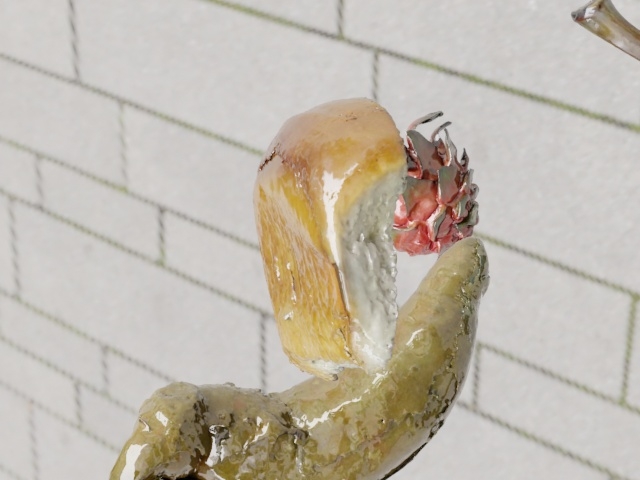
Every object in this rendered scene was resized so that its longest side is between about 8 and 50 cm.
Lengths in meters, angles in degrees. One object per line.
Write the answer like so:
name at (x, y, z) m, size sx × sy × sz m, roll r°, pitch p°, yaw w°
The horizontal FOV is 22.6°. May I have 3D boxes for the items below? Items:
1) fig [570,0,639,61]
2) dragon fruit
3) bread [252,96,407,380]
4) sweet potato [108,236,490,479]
fig at (0.322, -0.095, 1.139) m, size 0.320 × 0.217 × 0.217 m, roll 18°, pitch 131°, yaw -7°
dragon fruit at (0.103, -0.049, 1.626) m, size 0.130 × 0.121 × 0.142 m, roll -130°, pitch 17°, yaw -84°
bread at (0.000, 0.000, 0.700) m, size 0.129 × 0.044 × 0.126 m, roll 171°, pitch 96°, yaw -70°
sweet potato at (-0.001, 0.115, 1.072) m, size 0.098 × 0.310 × 0.124 m, roll 34°, pitch 145°, yaw 63°
